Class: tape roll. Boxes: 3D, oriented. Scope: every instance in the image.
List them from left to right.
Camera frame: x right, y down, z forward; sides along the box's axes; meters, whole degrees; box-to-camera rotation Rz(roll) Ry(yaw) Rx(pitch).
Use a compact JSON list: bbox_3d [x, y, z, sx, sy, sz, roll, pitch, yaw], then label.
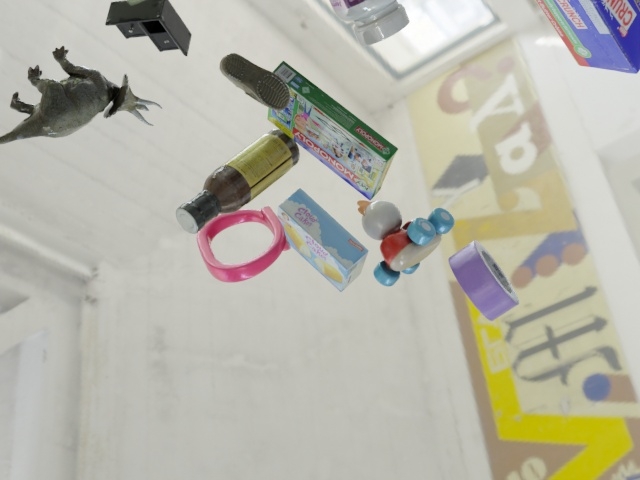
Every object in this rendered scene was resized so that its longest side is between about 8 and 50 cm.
[{"bbox_3d":[0.400,0.098,2.047,0.189,0.080,0.189,47,-162,-20],"label":"tape roll"}]

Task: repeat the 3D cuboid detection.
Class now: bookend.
[{"bbox_3d":[-0.434,-0.537,2.123,0.156,0.157,0.072,56,-142,-60],"label":"bookend"}]

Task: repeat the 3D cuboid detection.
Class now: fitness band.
[{"bbox_3d":[-0.192,0.001,2.040,0.291,0.209,0.054,-125,16,-57],"label":"fitness band"}]

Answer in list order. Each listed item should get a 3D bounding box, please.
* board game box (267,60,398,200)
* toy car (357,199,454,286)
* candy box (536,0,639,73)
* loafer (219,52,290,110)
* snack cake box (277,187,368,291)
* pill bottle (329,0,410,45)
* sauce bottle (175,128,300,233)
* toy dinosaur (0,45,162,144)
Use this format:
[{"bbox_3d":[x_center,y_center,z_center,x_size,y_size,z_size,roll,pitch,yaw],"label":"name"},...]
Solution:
[{"bbox_3d":[0.019,-0.240,1.870,0.317,0.213,0.046,39,-111,8],"label":"board game box"},{"bbox_3d":[0.204,-0.041,2.323,0.238,0.219,0.210,48,-141,14],"label":"toy car"},{"bbox_3d":[0.452,-0.457,1.245,0.268,0.122,0.317,41,-102,-37],"label":"candy box"},{"bbox_3d":[-0.113,-0.274,1.428,0.148,0.056,0.050,34,178,-34],"label":"loafer"},{"bbox_3d":[0.000,0.000,2.289,0.264,0.152,0.089,43,-112,15],"label":"snack cake box"},{"bbox_3d":[0.081,-0.590,1.836,0.302,0.169,0.169,62,-155,-20],"label":"pill bottle"},{"bbox_3d":[-0.192,-0.137,1.936,0.344,0.111,0.111,-40,-78,-36],"label":"sauce bottle"},{"bbox_3d":[-0.452,-0.248,1.490,0.160,0.121,0.313,36,-134,25],"label":"toy dinosaur"}]
